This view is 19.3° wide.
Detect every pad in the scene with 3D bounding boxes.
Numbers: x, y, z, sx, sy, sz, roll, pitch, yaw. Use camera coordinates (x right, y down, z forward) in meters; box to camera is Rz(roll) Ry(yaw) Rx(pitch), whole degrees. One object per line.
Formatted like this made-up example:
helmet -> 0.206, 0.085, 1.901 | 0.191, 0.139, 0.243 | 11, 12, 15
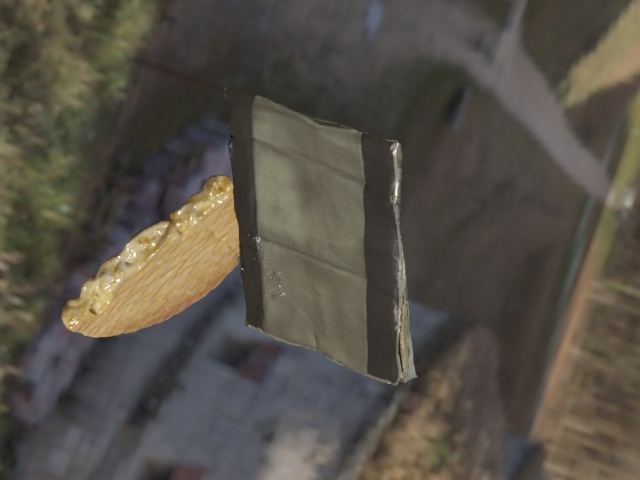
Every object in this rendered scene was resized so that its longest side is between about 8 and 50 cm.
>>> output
pad -> 0.000, 0.000, 1.495 | 0.022, 0.174, 0.233 | -37, 135, -40

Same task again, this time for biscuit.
biscuit -> -0.142, 0.020, 1.853 | 0.224, 0.033, 0.144 | -41, 152, 14
